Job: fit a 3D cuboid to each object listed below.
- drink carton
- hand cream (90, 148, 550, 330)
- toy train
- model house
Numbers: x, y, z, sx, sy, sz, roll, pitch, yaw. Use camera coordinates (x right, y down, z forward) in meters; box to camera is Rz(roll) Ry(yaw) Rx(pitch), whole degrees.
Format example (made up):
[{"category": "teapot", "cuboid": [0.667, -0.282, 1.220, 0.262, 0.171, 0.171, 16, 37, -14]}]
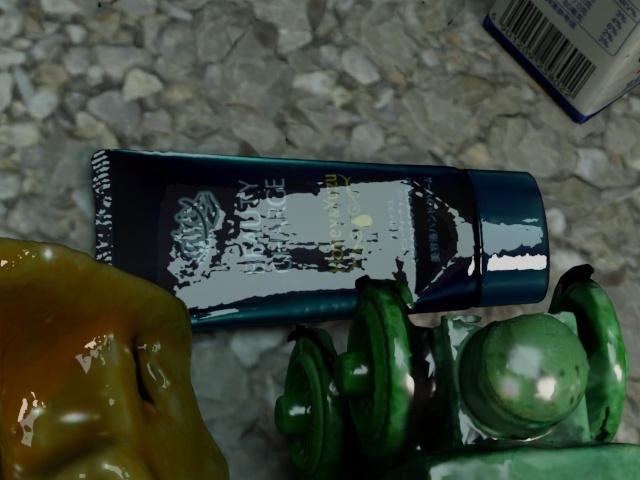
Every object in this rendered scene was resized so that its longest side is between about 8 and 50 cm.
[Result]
[{"category": "drink carton", "cuboid": [0.222, -0.215, 1.020, 0.130, 0.315, 0.106, -36, 76, -29]}, {"category": "hand cream", "cuboid": [0.000, 0.000, 0.995, 0.270, 0.061, 0.120, -1, 68, -9]}, {"category": "toy train", "cuboid": [0.068, 0.123, 0.827, 0.145, 0.266, 0.202, 0, 73, -17]}, {"category": "model house", "cuboid": [-0.161, 0.130, 0.797, 0.268, 0.173, 0.239, -9, 65, -19]}]
